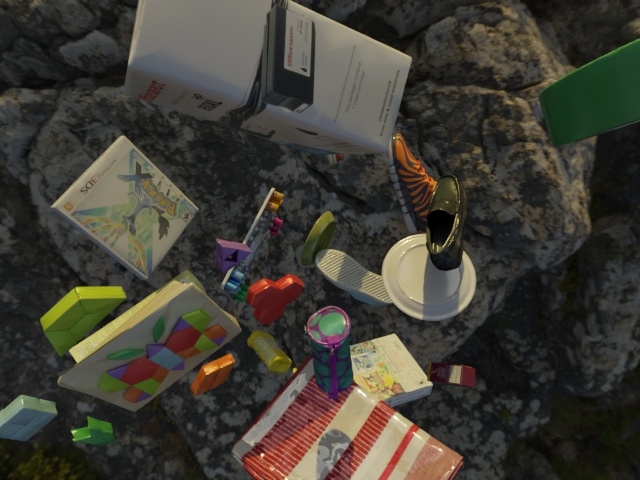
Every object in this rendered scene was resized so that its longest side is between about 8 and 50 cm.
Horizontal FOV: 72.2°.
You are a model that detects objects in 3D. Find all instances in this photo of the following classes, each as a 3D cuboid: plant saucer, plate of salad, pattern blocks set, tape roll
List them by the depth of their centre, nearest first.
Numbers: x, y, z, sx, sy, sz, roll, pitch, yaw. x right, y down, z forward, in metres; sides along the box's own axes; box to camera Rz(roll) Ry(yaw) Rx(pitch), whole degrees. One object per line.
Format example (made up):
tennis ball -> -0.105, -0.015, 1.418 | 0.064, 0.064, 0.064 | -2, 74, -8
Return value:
tape roll -> 0.433, -0.197, 0.506 | 0.322, 0.321, 0.077 | -18, 92, 1
pattern blocks set -> -0.189, 0.130, 0.523 | 0.325, 0.026, 0.285 | -46, 143, 4
plate of salad -> 0.232, 0.079, 0.952 | 0.200, 0.048, 0.199 | -1, 64, 2
plant saucer -> 0.000, 0.000, 1.742 | 0.037, 0.241, 0.240 | 26, 101, 15

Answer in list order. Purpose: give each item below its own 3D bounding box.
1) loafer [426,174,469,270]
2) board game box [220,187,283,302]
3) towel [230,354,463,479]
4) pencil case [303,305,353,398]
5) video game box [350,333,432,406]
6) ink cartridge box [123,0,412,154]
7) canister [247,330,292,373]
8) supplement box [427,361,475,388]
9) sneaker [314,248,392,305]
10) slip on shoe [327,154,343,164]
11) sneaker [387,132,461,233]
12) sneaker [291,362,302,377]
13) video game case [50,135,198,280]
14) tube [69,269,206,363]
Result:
loafer -> 0.251, -0.048, 0.881 | 0.076, 0.223, 0.078 | -11, 143, 35
board game box -> -0.241, 0.039, 1.652 | 0.050, 0.390, 0.389 | 24, 75, 1
towel -> 0.033, 0.360, 0.736 | 0.237, 0.329, 0.037 | -45, 144, -26
pencil case -> 0.016, 0.168, 0.655 | 0.065, 0.070, 0.151 | -5, 133, 2
video game box -> 0.167, 0.354, 1.190 | 0.187, 0.205, 0.048 | -8, 122, -19
ink cartridge box -> -0.103, -0.272, 0.728 | 0.395, 0.285, 0.166 | 12, 94, -27
canister -> -0.203, 0.449, 1.766 | 0.073, 0.170, 0.126 | -53, 139, 2
supplement box -> 0.279, 0.287, 0.938 | 0.055, 0.083, 0.043 | 25, 68, -37
sneaker -> 0.124, 0.169, 1.752 | 0.366, 0.150, 0.135 | 31, 60, -6
slip on shoe -> 0.089, -0.377, 1.459 | 0.102, 0.331, 0.123 | 4, 137, 23
sneaker -> 0.308, -0.177, 1.273 | 0.180, 0.124, 0.321 | -13, 120, 21
sneaker -> -0.087, 0.554, 1.831 | 0.053, 0.144, 0.059 | 19, 96, 18
video game case -> -0.562, -0.095, 1.319 | 0.329, 0.036, 0.299 | 50, 52, -33
tube -> -0.321, 0.146, 0.790 | 0.240, 0.070, 0.062 | -40, 109, -25
